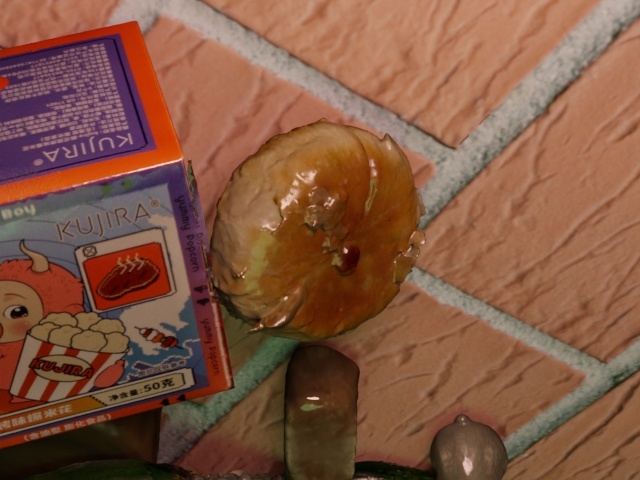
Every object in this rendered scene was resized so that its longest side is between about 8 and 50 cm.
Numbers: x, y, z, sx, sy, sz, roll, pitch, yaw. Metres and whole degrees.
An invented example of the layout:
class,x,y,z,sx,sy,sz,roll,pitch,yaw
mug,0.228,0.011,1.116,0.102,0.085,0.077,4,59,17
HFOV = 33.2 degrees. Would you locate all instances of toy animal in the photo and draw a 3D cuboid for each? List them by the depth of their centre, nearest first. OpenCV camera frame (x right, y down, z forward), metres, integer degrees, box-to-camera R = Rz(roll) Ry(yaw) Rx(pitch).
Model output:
class,x,y,z,sx,sy,sz,roll,pitch,yaw
toy animal,0.199,0.362,1.483,0.108,0.236,0.138,-6,132,20

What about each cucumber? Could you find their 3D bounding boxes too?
class,x,y,z,sx,sy,sz,roll,pitch,yaw
cucumber,-0.322,0.357,1.340,0.325,0.145,0.105,-18,142,15
cucumber,0.132,0.370,1.605,0.227,0.069,0.069,11,133,-14

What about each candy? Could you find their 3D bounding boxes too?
class,x,y,z,sx,sy,sz,roll,pitch,yaw
candy,0.000,0.252,1.462,0.102,0.104,0.234,3,134,-1

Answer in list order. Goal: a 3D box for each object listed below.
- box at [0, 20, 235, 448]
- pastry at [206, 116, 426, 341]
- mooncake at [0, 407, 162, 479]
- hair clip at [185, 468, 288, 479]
class,x,y,z,sx,sy,sz,roll,pitch,yaw
box,-0.297,0.008,1.068,0.348,0.257,0.319,-14,133,-11
pastry,0.001,-0.005,1.139,0.235,0.121,0.257,30,94,-46
mooncake,-0.352,0.229,1.410,0.290,0.161,0.290,1,136,1
hair clip,-0.164,0.378,1.565,0.321,0.091,0.138,9,124,-42
